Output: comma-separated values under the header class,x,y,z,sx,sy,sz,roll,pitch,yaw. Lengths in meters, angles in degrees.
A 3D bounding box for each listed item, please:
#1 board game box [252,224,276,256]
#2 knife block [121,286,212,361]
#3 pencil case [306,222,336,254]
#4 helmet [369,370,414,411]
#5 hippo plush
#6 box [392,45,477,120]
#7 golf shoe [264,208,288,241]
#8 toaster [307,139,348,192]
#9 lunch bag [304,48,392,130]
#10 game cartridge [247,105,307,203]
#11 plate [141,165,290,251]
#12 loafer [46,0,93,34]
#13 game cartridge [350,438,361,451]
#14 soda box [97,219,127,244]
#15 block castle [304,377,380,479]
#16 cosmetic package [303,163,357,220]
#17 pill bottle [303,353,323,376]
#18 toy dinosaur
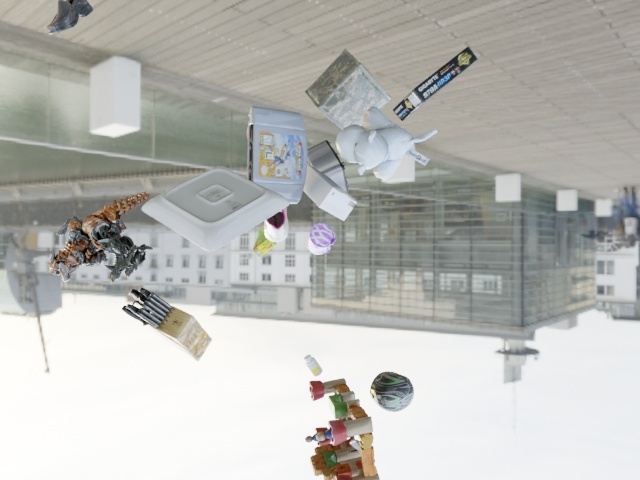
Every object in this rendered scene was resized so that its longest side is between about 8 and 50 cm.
class,x,y,z,sx,sy,sz,roll,pitch,yaw
board game box,-0.217,-0.016,2.021,0.092,0.043,0.181,-36,-158,21
knife block,-0.498,0.260,1.580,0.242,0.088,0.276,20,152,22
pencil case,0.000,0.000,1.638,0.088,0.086,0.206,38,173,3
helmet,0.311,0.646,2.105,0.161,0.170,0.169,10,-174,44
hippo plush,0.177,-0.285,1.638,0.294,0.234,0.236,31,-140,27
box,0.332,-0.455,1.455,0.220,0.051,0.175,-40,-176,-10
golf shoe,-0.173,-0.154,1.865,0.115,0.306,0.140,-10,168,-8
toaster,0.025,-0.273,1.894,0.110,0.168,0.186,-25,148,-5
lunch bag,0.124,-0.568,1.975,0.287,0.235,0.169,31,-159,-46
game cartridge,-0.135,-0.267,1.580,0.198,0.297,0.062,-1,-176,-29
plate,-0.266,-0.103,1.263,0.278,0.045,0.277,28,-135,30
loafer,-0.654,-0.584,1.270,0.062,0.170,0.061,-6,135,18
game cartridge,0.155,0.788,1.890,0.083,0.017,0.056,35,145,-5
soda box,-0.801,-0.016,1.824,0.168,0.053,0.060,-29,-169,7
block castle,0.056,0.749,1.918,0.212,0.303,0.453,-9,-172,-11
cosmetic package,0.013,-0.164,1.657,0.117,0.085,0.231,27,-166,-33
pill bottle,-0.029,0.472,1.878,0.043,0.083,0.043,-30,-165,9
toy dinosaur,-0.594,-0.002,1.356,0.322,0.218,0.164,-44,-177,22
